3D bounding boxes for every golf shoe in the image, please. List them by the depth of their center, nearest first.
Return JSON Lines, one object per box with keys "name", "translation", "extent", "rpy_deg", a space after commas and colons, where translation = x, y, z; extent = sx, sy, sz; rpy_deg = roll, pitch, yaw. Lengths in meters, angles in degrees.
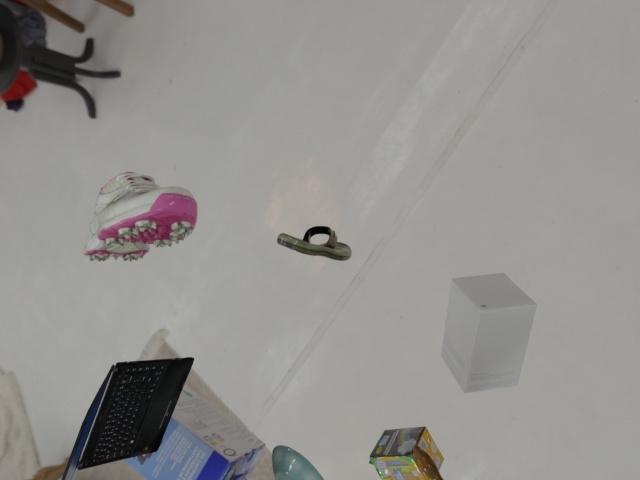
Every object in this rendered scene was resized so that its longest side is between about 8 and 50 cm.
{"name": "golf shoe", "translation": [-0.280, -0.051, 0.686], "extent": [0.306, 0.115, 0.140], "rpy_deg": [-14, 74, 46]}

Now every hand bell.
{"name": "hand bell", "translation": [0.306, 0.616, 1.135], "extent": [0.126, 0.126, 0.242], "rpy_deg": [-60, 42, 16]}

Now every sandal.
{"name": "sandal", "translation": [0.001, 0.000, 1.250], "extent": [0.120, 0.302, 0.086], "rpy_deg": [13, 90, 30]}

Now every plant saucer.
{"name": "plant saucer", "translation": [-0.055, 0.572, 1.070], "extent": [0.195, 0.037, 0.195], "rpy_deg": [21, 126, 33]}

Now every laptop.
{"name": "laptop", "translation": [-0.347, 0.351, 0.823], "extent": [0.136, 0.264, 0.234], "rpy_deg": [32, 103, 38]}

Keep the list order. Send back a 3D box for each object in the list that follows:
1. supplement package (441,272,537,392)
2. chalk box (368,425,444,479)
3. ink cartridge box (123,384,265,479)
{"name": "supplement package", "translation": [0.483, 0.269, 1.346], "extent": [0.175, 0.177, 0.293], "rpy_deg": [-5, 117, -9]}
{"name": "chalk box", "translation": [0.254, 0.692, 1.452], "extent": [0.213, 0.132, 0.132], "rpy_deg": [-26, 97, 39]}
{"name": "ink cartridge box", "translation": [-0.315, 0.519, 1.150], "extent": [0.395, 0.270, 0.151], "rpy_deg": [26, 82, 17]}
